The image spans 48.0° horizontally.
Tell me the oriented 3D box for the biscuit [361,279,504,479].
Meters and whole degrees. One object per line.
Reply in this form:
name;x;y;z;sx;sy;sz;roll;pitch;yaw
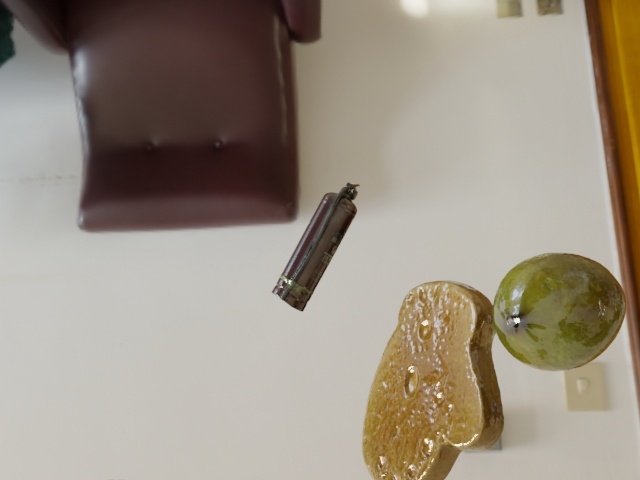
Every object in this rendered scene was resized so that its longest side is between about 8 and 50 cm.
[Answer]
biscuit;0.178;0.229;1.090;0.057;0.343;0.287;20;175;-27

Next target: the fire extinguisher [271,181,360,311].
fire extinguisher;0.000;0.000;0.793;0.043;0.158;0.064;27;177;13

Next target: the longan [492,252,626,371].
longan;0.295;0.086;0.879;0.176;0.145;0.155;3;-175;-35
